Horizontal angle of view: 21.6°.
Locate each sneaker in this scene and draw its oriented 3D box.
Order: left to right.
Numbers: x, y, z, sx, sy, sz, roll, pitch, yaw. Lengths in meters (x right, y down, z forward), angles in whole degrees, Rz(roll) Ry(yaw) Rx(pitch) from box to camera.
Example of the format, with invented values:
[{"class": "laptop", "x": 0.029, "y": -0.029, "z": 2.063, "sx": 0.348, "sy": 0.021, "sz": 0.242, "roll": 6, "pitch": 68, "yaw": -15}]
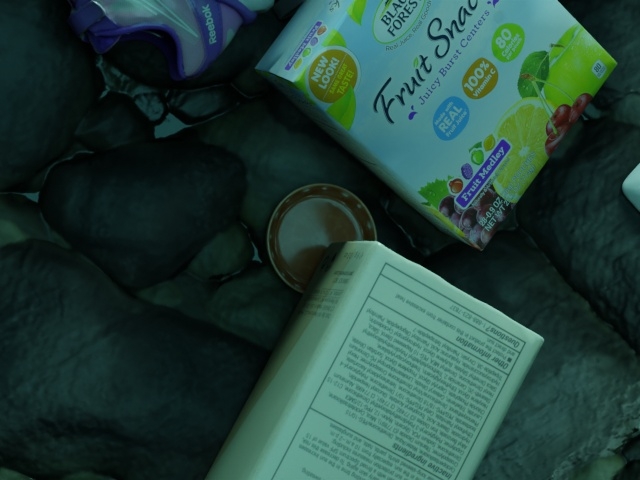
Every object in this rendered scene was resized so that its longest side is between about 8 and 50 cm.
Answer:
[{"class": "sneaker", "x": -0.153, "y": -0.188, "z": 1.156, "sx": 0.236, "sy": 0.095, "sz": 0.104, "roll": 29, "pitch": 87, "yaw": -13}]

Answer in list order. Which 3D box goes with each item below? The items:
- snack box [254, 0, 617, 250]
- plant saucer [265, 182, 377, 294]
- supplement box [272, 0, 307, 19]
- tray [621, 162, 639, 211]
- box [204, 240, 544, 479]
[{"class": "snack box", "x": 0.085, "y": -0.123, "z": 1.183, "sx": 0.207, "sy": 0.070, "sz": 0.174, "roll": 39, "pitch": 84, "yaw": -29}, {"class": "plant saucer", "x": 0.000, "y": 0.000, "z": 1.222, "sx": 0.083, "sy": 0.013, "sz": 0.083, "roll": 1, "pitch": 87, "yaw": -15}, {"class": "supplement box", "x": -0.030, "y": -0.296, "z": 1.201, "sx": 0.130, "sy": 0.073, "sz": 0.239, "roll": -33, "pitch": 95, "yaw": -16}, {"class": "tray", "x": 0.374, "y": 0.004, "z": 1.315, "sx": 0.270, "sy": 0.030, "sz": 0.145, "roll": 46, "pitch": 76, "yaw": -8}, {"class": "box", "x": 0.008, "y": 0.168, "z": 1.150, "sx": 0.148, "sy": 0.121, "sz": 0.311, "roll": 31, "pitch": 82, "yaw": -13}]
